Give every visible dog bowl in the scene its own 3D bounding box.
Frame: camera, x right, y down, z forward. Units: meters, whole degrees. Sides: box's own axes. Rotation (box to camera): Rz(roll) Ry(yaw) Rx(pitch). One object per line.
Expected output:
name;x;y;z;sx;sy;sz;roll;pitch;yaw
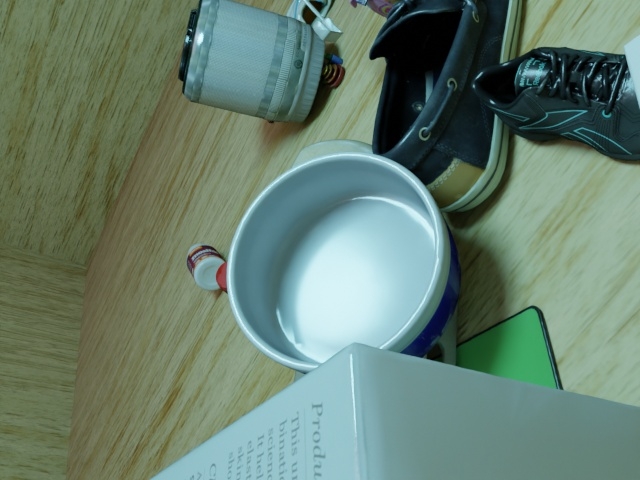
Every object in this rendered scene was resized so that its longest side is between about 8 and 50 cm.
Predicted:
dog bowl;0.028;0.034;0.737;0.265;0.104;0.264;-10;65;21

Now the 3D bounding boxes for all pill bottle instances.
pill bottle;-0.284;0.060;1.532;0.152;0.086;0.086;37;107;61

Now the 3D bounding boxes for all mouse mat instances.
mouse mat;0.186;0.173;0.687;0.190;0.007;0.152;-43;38;44

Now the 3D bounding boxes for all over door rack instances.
over door rack;0.014;-0.519;1.034;0.239;0.108;0.324;-45;69;29

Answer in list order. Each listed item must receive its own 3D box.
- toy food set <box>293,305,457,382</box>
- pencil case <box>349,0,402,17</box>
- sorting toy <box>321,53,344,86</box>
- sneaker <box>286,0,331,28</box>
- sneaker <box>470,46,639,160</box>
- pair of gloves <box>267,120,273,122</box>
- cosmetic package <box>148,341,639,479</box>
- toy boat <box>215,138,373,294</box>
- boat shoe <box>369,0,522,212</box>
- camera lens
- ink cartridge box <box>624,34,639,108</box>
toy food set;0.060;0.203;0.830;0.306;0.092;0.219;-30;42;48
pencil case;0.154;-0.514;1.041;0.284;0.124;0.124;-64;28;13
sorting toy;0.015;-0.357;1.285;0.061;0.042;0.102;-65;28;13
sneaker;-0.002;-0.587;1.426;0.092;0.088;0.228;45;121;52
sneaker;0.264;-0.145;0.633;0.267;0.106;0.101;17;87;61
pair of gloves;-0.112;-0.335;1.541;0.083;0.010;0.074;-50;34;34
cosmetic package;0.058;0.325;0.481;0.394;0.328;0.329;-42;39;45
toy boat;0.000;0.000;0.915;0.318;0.148;0.267;-35;58;8
boat shoe;0.162;-0.281;0.851;0.187;0.156;0.499;-28;48;54
camera lens;-0.149;-0.377;1.304;0.219;0.275;0.219;-169;90;-76
ink cartridge box;0.313;-0.038;0.402;0.100;0.172;0.237;-36;44;49
